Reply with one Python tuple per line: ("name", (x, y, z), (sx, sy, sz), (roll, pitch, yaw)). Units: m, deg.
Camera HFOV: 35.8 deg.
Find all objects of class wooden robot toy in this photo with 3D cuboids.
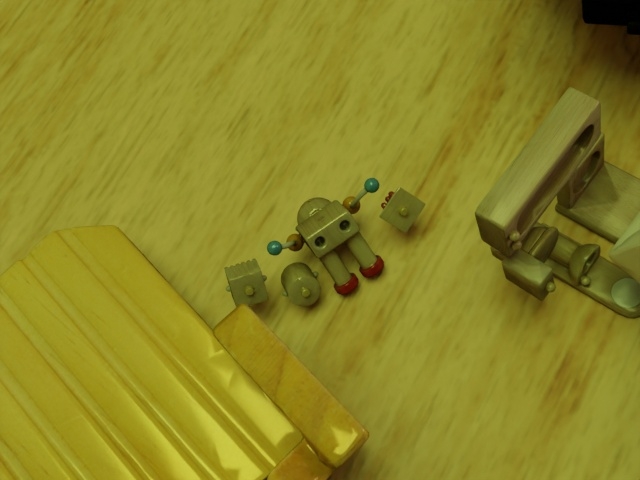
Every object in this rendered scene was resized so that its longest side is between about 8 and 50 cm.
("wooden robot toy", (0.000, 0.000, 0.825), (0.173, 0.076, 0.079), (-32, 26, -2))

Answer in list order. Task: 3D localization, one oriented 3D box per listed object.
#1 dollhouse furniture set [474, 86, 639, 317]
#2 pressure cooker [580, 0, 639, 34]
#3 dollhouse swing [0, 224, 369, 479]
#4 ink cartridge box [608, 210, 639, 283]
("dollhouse furniture set", (0.210, -0.013, 0.714), (0.123, 0.151, 0.144), (33, 78, 26))
("pressure cooker", (0.328, -0.324, 0.716), (0.420, 0.370, 0.376), (4, 90, 18))
("dollhouse swing", (-0.197, 0.143, 0.678), (0.347, 0.315, 0.305), (-42, 82, -7))
("ink cartridge box", (0.314, 0.026, 0.674), (0.198, 0.067, 0.115), (39, 79, 1))
